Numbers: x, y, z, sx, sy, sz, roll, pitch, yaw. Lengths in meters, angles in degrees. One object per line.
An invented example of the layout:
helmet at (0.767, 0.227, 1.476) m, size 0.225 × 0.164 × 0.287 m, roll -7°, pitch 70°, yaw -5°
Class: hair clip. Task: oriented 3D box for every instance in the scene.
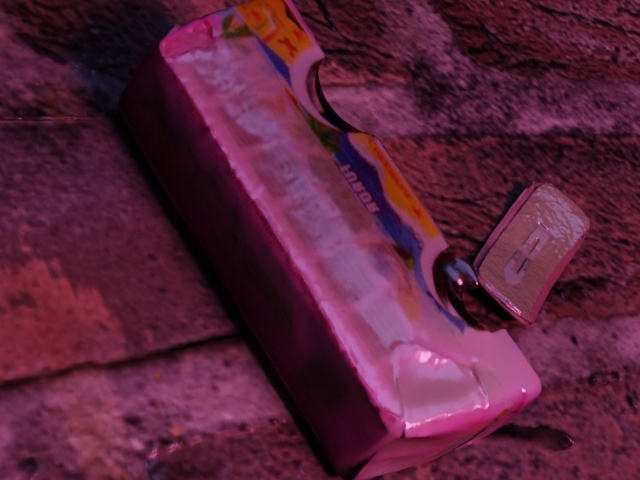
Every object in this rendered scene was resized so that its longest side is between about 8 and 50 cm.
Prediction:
hair clip at (0.137, 0.009, 0.989) m, size 0.054 × 0.022 × 0.137 m, roll 43°, pitch 41°, yaw -2°

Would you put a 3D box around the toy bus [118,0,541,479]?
toy bus at (0.000, 0.000, 0.833) m, size 0.112 × 0.090 × 0.274 m, roll -21°, pitch 72°, yaw -40°
